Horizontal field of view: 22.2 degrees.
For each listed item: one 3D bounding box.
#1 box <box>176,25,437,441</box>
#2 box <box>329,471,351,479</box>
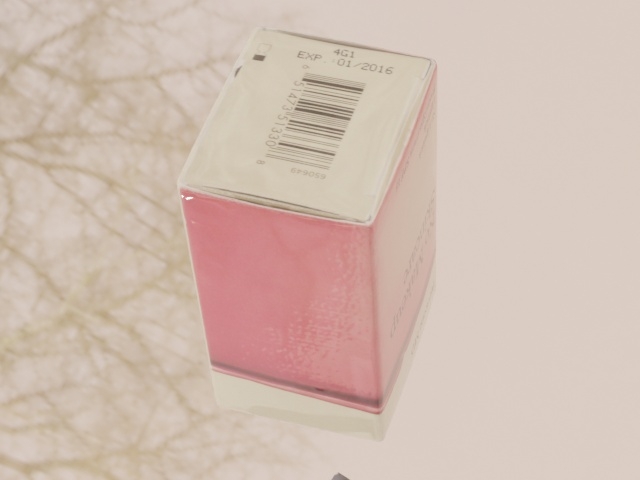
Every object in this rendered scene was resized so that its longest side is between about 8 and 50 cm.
[{"bbox_3d":[0.000,0.000,1.067,0.126,0.232,0.149,12,-128,14],"label":"box"},{"bbox_3d":[0.055,0.208,0.564,0.233,0.044,0.159,30,-109,24],"label":"box"}]
